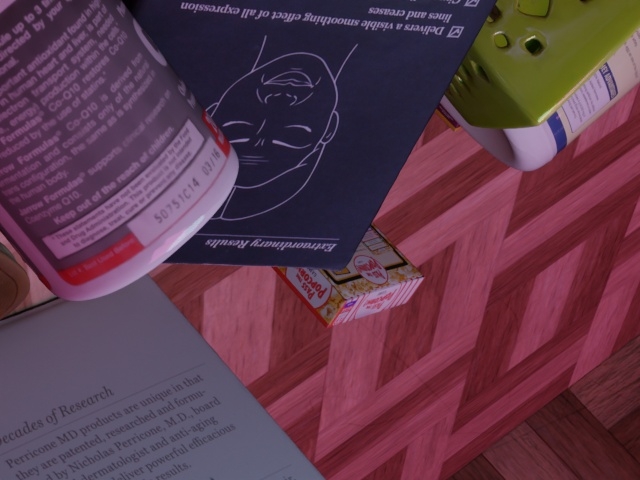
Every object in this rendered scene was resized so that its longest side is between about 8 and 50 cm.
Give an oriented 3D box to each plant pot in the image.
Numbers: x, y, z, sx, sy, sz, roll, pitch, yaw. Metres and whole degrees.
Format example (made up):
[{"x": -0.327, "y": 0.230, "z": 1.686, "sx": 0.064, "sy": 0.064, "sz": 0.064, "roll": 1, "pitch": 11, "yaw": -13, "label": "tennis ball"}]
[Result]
[{"x": 0.173, "y": -0.250, "z": 1.769, "sx": 0.227, "sy": 0.207, "sz": 0.228, "roll": -46, "pitch": -170, "yaw": -6, "label": "plant pot"}]

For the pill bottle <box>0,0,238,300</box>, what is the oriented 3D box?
[{"x": -0.196, "y": -0.112, "z": 1.290, "sx": 0.161, "sy": 0.283, "sz": 0.161, "roll": -31, "pitch": -157, "yaw": 15, "label": "pill bottle"}]

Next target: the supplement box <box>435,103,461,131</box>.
[{"x": 0.174, "y": -0.176, "z": 2.284, "sx": 0.055, "sy": 0.043, "sz": 0.083, "roll": -27, "pitch": 153, "yaw": -32, "label": "supplement box"}]

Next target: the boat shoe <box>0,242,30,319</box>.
[{"x": -0.318, "y": -0.045, "z": 1.420, "sx": 0.123, "sy": 0.123, "sz": 0.342, "roll": -31, "pitch": 152, "yaw": 1, "label": "boat shoe"}]

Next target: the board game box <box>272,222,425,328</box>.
[{"x": 0.000, "y": 0.000, "z": 2.108, "sx": 0.146, "sy": 0.193, "sz": 0.045, "roll": -14, "pitch": 144, "yaw": -50, "label": "board game box"}]

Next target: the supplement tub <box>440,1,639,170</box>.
[{"x": 0.259, "y": -0.256, "z": 2.020, "sx": 0.325, "sy": 0.235, "sz": 0.235, "roll": -41, "pitch": 159, "yaw": -5, "label": "supplement tub"}]

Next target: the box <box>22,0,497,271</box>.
[{"x": -0.063, "y": -0.183, "z": 1.512, "sx": 0.293, "sy": 0.212, "sz": 0.395, "roll": 2, "pitch": 135, "yaw": -31, "label": "box"}]

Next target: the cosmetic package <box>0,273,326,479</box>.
[{"x": -0.232, "y": 0.310, "z": 2.010, "sx": 0.327, "sy": 0.394, "sz": 0.329, "roll": -23, "pitch": 151, "yaw": -41, "label": "cosmetic package"}]
